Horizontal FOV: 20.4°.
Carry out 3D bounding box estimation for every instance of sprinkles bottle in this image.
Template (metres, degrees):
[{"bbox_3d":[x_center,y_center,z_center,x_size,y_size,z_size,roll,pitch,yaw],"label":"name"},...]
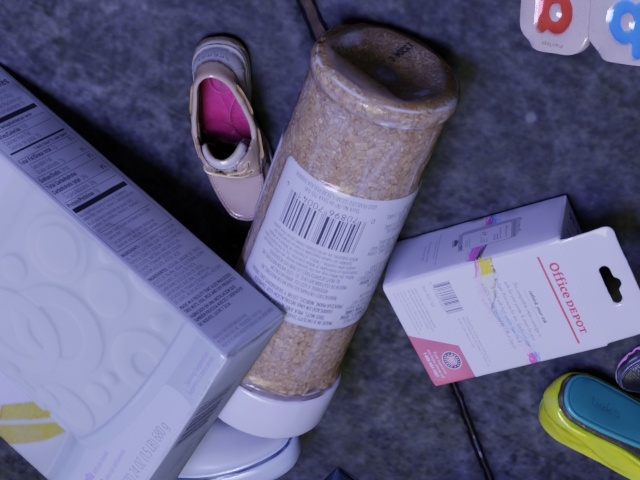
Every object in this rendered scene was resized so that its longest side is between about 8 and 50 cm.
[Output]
[{"bbox_3d":[0.000,0.000,1.437,0.121,0.121,0.355,20,126,-3],"label":"sprinkles bottle"}]

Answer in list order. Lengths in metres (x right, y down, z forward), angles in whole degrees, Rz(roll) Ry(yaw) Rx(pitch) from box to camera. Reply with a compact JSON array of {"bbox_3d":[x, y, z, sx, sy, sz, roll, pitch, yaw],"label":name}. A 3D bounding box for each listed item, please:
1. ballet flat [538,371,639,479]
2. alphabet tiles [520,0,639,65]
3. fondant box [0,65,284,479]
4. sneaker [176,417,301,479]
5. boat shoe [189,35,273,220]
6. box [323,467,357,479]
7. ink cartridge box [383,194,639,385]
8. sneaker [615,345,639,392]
[{"bbox_3d":[0.292,0.187,1.554,0.231,0.077,0.077,28,147,-6],"label":"ballet flat"},{"bbox_3d":[0.216,-0.255,1.173,0.284,0.021,0.278,13,108,37],"label":"alphabet tiles"},{"bbox_3d":[-0.222,0.049,1.465,0.330,0.096,0.238,41,126,11],"label":"fondant box"},{"bbox_3d":[-0.148,0.170,1.607,0.258,0.094,0.091,-1,130,13],"label":"sneaker"},{"bbox_3d":[-0.077,-0.079,1.435,0.063,0.059,0.170,-4,126,12],"label":"boat shoe"},{"bbox_3d":[-0.036,0.343,1.623,0.059,0.232,0.183,35,124,-11],"label":"box"},{"bbox_3d":[0.166,0.038,1.466,0.198,0.067,0.115,-15,121,23],"label":"ink cartridge box"},{"bbox_3d":[0.308,0.116,1.500,0.119,0.057,0.047,-7,125,18],"label":"sneaker"}]
